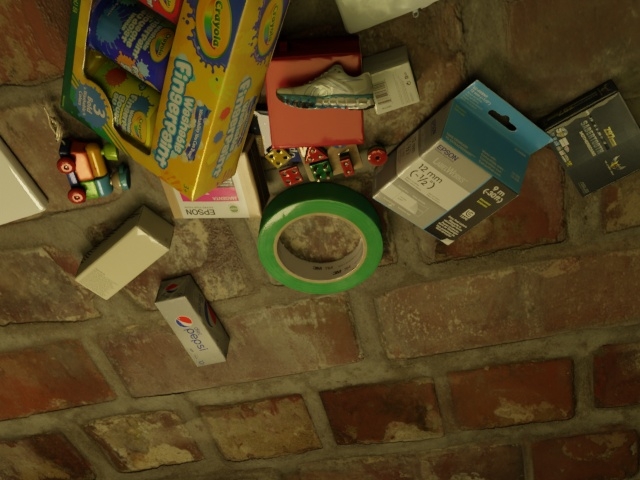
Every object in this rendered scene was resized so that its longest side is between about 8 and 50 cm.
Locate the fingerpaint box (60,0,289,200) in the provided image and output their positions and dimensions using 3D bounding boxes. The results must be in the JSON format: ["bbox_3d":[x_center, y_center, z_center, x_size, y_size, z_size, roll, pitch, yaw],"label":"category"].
[{"bbox_3d":[-0.295,-0.363,1.349,0.371,0.163,0.445,35,129,12],"label":"fingerpaint box"}]

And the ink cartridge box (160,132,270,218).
[{"bbox_3d":[-0.255,-0.150,1.663,0.234,0.088,0.193,-1,130,14],"label":"ink cartridge box"}]

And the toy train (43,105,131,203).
[{"bbox_3d":[-0.538,-0.208,1.637,0.143,0.105,0.248,-9,130,-5],"label":"toy train"}]

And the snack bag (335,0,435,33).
[{"bbox_3d":[0.148,-0.584,1.341,0.342,0.037,0.323,-18,127,15],"label":"snack bag"}]

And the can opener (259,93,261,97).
[{"bbox_3d":[-0.146,-0.385,1.513,0.059,0.073,0.186,-30,139,-25],"label":"can opener"}]

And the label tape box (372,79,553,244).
[{"bbox_3d":[0.323,-0.166,1.617,0.249,0.115,0.347,31,134,-22],"label":"label tape box"}]

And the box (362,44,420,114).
[{"bbox_3d":[0.152,-0.346,1.510,0.101,0.087,0.101,-15,129,13],"label":"box"}]

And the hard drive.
[{"bbox_3d":[-0.856,-0.185,1.690,0.232,0.047,0.353,-15,128,13],"label":"hard drive"}]

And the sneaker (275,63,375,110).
[{"bbox_3d":[0.010,-0.293,1.339,0.190,0.071,0.083,2,91,3],"label":"sneaker"}]

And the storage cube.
[{"bbox_3d":[-0.008,-0.309,1.461,0.193,0.184,0.215,-3,116,3],"label":"storage cube"}]

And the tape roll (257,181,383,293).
[{"bbox_3d":[0.000,0.000,1.815,0.321,0.077,0.321,0,130,0],"label":"tape roll"}]

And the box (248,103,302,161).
[{"bbox_3d":[-0.085,-0.249,1.632,0.225,0.037,0.136,4,130,-1],"label":"box"}]

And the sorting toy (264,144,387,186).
[{"bbox_3d":[0.011,-0.195,1.624,0.274,0.046,0.132,-14,130,9],"label":"sorting toy"}]

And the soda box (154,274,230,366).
[{"bbox_3d":[-0.361,0.234,2.009,0.098,0.091,0.286,-13,129,14],"label":"soda box"}]

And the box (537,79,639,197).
[{"bbox_3d":[0.637,-0.229,1.620,0.183,0.059,0.233,-29,124,22],"label":"box"}]

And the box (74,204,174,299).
[{"bbox_3d":[-0.514,0.034,1.841,0.275,0.094,0.113,-34,122,26],"label":"box"}]
